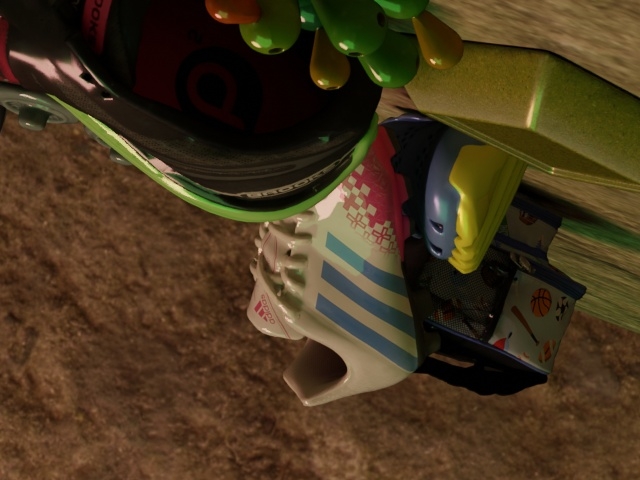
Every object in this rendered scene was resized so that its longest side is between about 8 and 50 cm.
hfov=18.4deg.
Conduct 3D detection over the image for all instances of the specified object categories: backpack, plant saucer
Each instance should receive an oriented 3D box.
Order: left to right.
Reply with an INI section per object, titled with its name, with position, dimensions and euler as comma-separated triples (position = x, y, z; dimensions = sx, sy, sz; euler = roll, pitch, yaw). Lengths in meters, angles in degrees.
[backpack]
position = 0.132, 0.034, 2.013
dimensions = 0.263, 0.213, 0.276
euler = 32, 178, -30
[plant saucer]
position = 0.157, -0.079, 1.333
dimensions = 0.188, 0.045, 0.188
euler = 23, 177, -32

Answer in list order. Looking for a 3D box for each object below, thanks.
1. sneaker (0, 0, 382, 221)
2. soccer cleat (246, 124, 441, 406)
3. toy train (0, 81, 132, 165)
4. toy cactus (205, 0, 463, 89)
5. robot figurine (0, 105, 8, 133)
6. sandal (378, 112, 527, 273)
[sneaker]
position = -0.171, -0.166, 1.228
dimensions = 0.483, 0.185, 0.202
euler = 19, 160, -19
[soccer cleat]
position = 0.000, 0.000, 1.553
dimensions = 0.116, 0.143, 0.331
euler = -127, 17, -52
[toy train]
position = -0.181, -0.157, 1.529
dimensions = 0.334, 0.142, 0.190
euler = 23, 167, -33
[toy cactus]
position = -0.024, -0.154, 0.964
dimensions = 0.219, 0.112, 0.180
euler = 21, -163, -51
[robot figurine]
position = -0.371, -0.160, 1.842
dimensions = 0.209, 0.173, 0.278
euler = 12, -154, -7
[sandal]
position = 0.093, -0.051, 1.628
dimensions = 0.138, 0.126, 0.317
euler = 28, 176, 2
